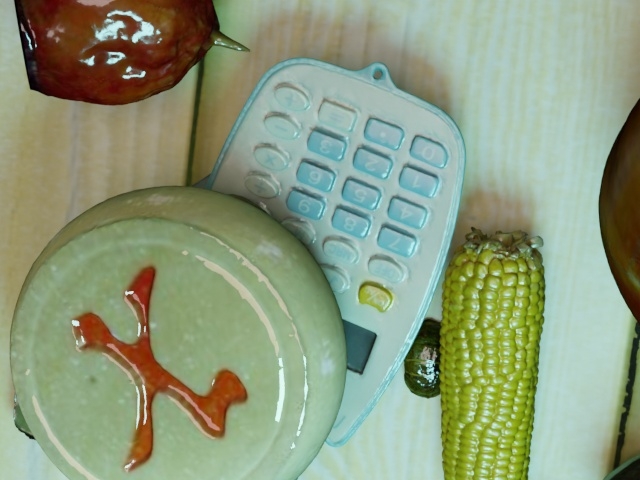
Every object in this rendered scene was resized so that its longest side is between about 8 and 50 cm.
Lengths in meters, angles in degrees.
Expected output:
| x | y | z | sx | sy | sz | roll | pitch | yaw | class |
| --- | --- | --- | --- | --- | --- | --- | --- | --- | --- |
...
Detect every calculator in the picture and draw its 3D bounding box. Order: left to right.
| x | y | z | sx | sy | sz | roll | pitch | yaw | class |
| --- | --- | --- | --- | --- | --- | --- | --- | --- | --- |
| 0.000 | 0.000 | 1.725 | 0.256 | 0.054 | 0.386 | 23 | 109 | 10 | calculator |

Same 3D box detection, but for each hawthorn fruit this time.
| x | y | z | sx | sy | sz | roll | pitch | yaw | class |
| --- | --- | --- | --- | --- | --- | --- | --- | --- | --- |
| -0.194 | -0.221 | 1.695 | 0.251 | 0.189 | 0.190 | 11 | 99 | 8 | hawthorn fruit |

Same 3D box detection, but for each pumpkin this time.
| x | y | z | sx | sy | sz | roll | pitch | yaw | class |
| --- | --- | --- | --- | --- | --- | --- | --- | --- | --- |
| 0.109 | 0.124 | 1.744 | 0.050 | 0.028 | 0.083 | 1 | 101 | 11 | pumpkin |

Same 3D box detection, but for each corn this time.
| x | y | z | sx | sy | sz | roll | pitch | yaw | class |
| --- | --- | --- | --- | --- | --- | --- | --- | --- | --- |
| 0.165 | 0.141 | 1.695 | 0.106 | 0.106 | 0.305 | 6 | 100 | 12 | corn |

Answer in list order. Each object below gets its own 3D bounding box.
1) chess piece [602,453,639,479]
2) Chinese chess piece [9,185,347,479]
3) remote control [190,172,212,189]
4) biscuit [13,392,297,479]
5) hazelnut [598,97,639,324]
| x | y | z | sx | sy | sz | roll | pitch | yaw | class |
| --- | --- | --- | --- | --- | --- | --- | --- | --- | --- |
| 0.391 | 0.352 | 1.636 | 0.194 | 0.194 | 0.299 | -23 | 100 | 15 | chess piece |
| -0.139 | 0.112 | 1.690 | 0.338 | 0.140 | 0.338 | 4 | 104 | 16 | Chinese chess piece |
| -0.156 | -0.014 | 1.790 | 0.184 | 0.027 | 0.050 | -32 | 92 | 14 | remote control |
| -0.177 | 0.212 | 1.816 | 0.322 | 0.038 | 0.099 | 18 | 97 | 11 | biscuit |
| 0.441 | -0.056 | 1.490 | 0.409 | 0.359 | 0.359 | -28 | 90 | 7 | hazelnut |
